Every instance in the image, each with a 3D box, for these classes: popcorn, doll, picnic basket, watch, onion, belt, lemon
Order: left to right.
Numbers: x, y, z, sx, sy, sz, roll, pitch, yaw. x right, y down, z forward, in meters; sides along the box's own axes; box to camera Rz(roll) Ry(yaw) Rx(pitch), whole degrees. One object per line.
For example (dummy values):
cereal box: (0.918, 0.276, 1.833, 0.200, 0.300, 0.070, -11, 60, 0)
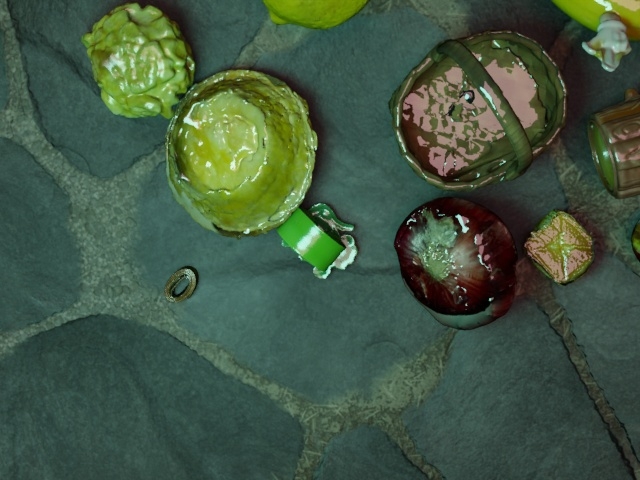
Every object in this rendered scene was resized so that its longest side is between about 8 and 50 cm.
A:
popcorn: (-0.356, -0.343, 1.491, 0.216, 0.181, 0.235, -11, 92, 6)
belt: (-0.294, 0.095, 1.619, 0.059, 0.036, 0.083, 40, 99, -4)
watch: (0.000, 0.000, 1.535, 0.165, 0.152, 0.131, 43, 94, -2)
lemon: (0.000, -0.524, 1.418, 0.267, 0.267, 0.267, 0, 98, 3)
onion: (0.285, 0.036, 1.515, 0.272, 0.195, 0.272, 25, 130, 35)
picnic basket: (0.298, -0.241, 1.406, 0.337, 0.337, 0.293, -33, 95, 6)
doll: (0.598, -0.431, 1.406, 0.423, 0.161, 0.348, -1, 56, -9)

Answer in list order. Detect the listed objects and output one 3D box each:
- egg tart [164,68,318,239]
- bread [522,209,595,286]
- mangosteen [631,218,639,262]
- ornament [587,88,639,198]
egg tart: (-0.172, -0.176, 1.495, 0.345, 0.132, 0.345, 0, 89, 14)
bread: (0.490, 0.015, 1.554, 0.140, 0.069, 0.128, 43, 97, 0)
mangosteen: (0.692, 0.008, 1.486, 0.156, 0.181, 0.146, -24, 99, 8)
ornament: (0.644, -0.185, 1.451, 0.217, 0.221, 0.235, -16, 109, 9)
